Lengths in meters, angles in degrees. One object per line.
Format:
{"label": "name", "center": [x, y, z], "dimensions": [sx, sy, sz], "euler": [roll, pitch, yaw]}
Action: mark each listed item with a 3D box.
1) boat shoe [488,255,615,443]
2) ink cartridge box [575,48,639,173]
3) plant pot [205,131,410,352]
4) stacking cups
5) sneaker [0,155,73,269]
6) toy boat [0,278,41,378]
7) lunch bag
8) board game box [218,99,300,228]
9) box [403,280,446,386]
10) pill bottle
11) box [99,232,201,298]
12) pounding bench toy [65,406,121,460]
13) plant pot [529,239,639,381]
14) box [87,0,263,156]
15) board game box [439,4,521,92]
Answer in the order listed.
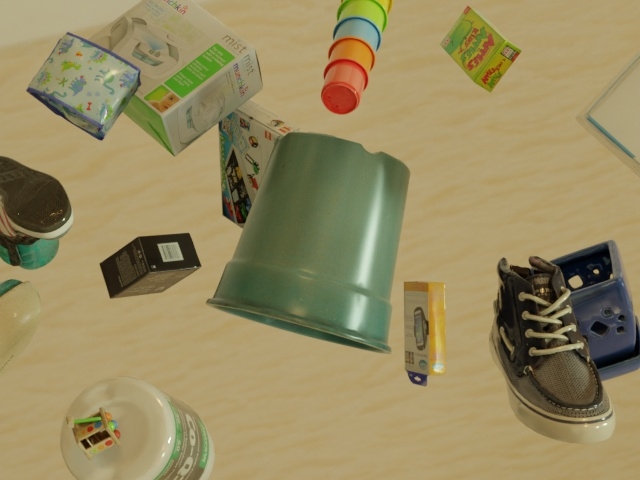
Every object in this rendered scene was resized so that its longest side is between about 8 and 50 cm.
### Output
{"label": "boat shoe", "center": [0.306, 0.135, 1.500], "dimensions": [0.340, 0.127, 0.158], "euler": [-119, -155, -69]}
{"label": "ink cartridge box", "center": [0.581, -0.217, 1.879], "dimensions": [0.198, 0.197, 0.270], "euler": [42, 10, 3]}
{"label": "plant pot", "center": [0.000, 0.000, 1.970], "dimensions": [0.341, 0.341, 0.334], "euler": [122, -18, -82]}
{"label": "stacking cups", "center": [0.062, -0.328, 1.833], "dimensions": [0.316, 0.096, 0.096], "euler": [-79, 164, -49]}
{"label": "sneaker", "center": [-0.493, -0.021, 1.881], "dimensions": [0.295, 0.124, 0.178], "euler": [29, -33, 44]}
{"label": "toy boat", "center": [-0.592, 0.157, 1.799], "dimensions": [0.148, 0.267, 0.318], "euler": [40, -3, 6]}
{"label": "lunch bag", "center": [-0.397, -0.263, 1.846], "dimensions": [0.129, 0.151, 0.096], "euler": [-60, -178, -17]}
{"label": "board game box", "center": [-0.127, -0.136, 2.252], "dimensions": [0.193, 0.053, 0.305], "euler": [33, -41, 31]}
{"label": "box", "center": [0.137, 0.122, 1.443], "dimensions": [0.081, 0.028, 0.136], "euler": [178, -90, -71]}
{"label": "pill bottle", "center": [-0.319, 0.377, 2.015], "dimensions": [0.361, 0.204, 0.204], "euler": [62, 12, -71]}
{"label": "box", "center": [-0.384, 0.056, 2.475], "dimensions": [0.158, 0.156, 0.093], "euler": [-31, -107, 37]}
{"label": "pounding bench toy", "center": [-0.371, 0.306, 1.796], "dimensions": [0.052, 0.065, 0.083], "euler": [58, -6, 47]}
{"label": "plant pot", "center": [0.517, 0.160, 2.187], "dimensions": [0.212, 0.236, 0.236], "euler": [65, 19, -13]}
{"label": "box", "center": [-0.281, -0.326, 2.080], "dimensions": [0.262, 0.231, 0.127], "euler": [40, -20, 27]}
{"label": "board game box", "center": [0.290, -0.353, 2.008], "dimensions": [0.092, 0.043, 0.181], "euler": [-54, -149, 18]}
